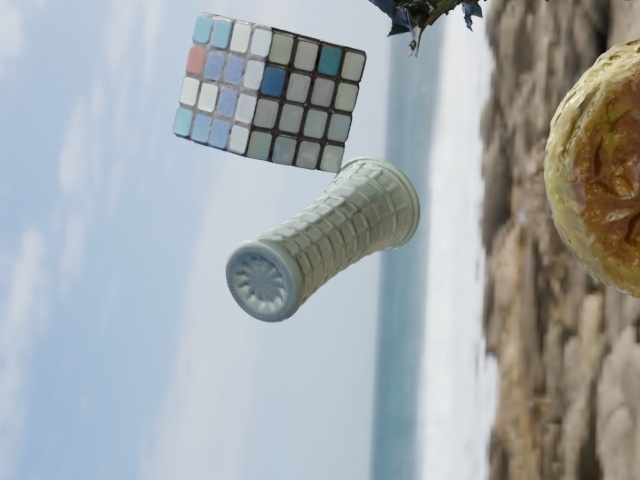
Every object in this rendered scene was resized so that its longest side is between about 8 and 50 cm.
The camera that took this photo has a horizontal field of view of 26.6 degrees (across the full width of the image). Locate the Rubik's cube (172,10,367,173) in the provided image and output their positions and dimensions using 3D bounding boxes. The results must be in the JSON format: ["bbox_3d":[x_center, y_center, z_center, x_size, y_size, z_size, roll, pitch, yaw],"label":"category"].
[{"bbox_3d":[-0.060,-0.175,1.603,0.151,0.155,0.154,21,102,46],"label":"Rubik's cube"}]

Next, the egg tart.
[{"bbox_3d":[0.576,-0.125,2.212,0.178,0.443,0.443,-64,-23,-80],"label":"egg tart"}]

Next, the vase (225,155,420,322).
[{"bbox_3d":[0.000,0.000,1.767,0.299,0.143,0.143,-33,-48,-52],"label":"vase"}]

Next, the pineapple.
[{"bbox_3d":[0.198,-0.323,1.668,0.119,0.277,0.130,66,162,-1],"label":"pineapple"}]
